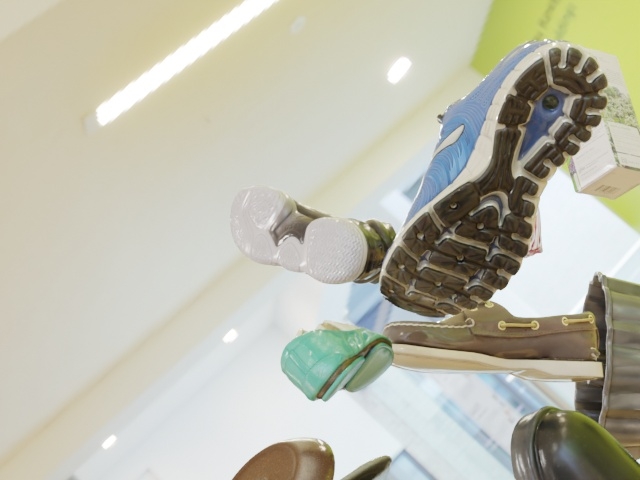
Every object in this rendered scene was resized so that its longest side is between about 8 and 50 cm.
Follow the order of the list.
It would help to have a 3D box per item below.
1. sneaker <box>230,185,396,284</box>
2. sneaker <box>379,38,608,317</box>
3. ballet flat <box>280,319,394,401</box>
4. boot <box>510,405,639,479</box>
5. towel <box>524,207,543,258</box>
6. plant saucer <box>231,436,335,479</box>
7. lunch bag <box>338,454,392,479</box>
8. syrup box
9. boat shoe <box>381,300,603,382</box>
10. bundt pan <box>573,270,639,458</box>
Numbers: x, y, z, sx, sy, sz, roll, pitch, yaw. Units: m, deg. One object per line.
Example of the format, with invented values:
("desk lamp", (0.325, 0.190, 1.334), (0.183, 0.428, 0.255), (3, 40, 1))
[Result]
("sneaker", (0.000, 0.000, 1.436), (0.153, 0.269, 0.101), (10, -81, -44))
("sneaker", (0.170, -0.064, 1.110), (0.330, 0.130, 0.147), (-56, 15, 16))
("ballet flat", (0.018, 0.125, 1.198), (0.083, 0.087, 0.247), (-51, -15, 9))
("boot", (0.432, 0.240, 0.893), (0.445, 0.367, 0.146), (-29, 5, 37))
("towel", (0.253, -0.036, 1.580), (0.029, 0.144, 0.197), (0, -10, -31))
("plant saucer", (-0.067, 0.308, 1.262), (0.198, 0.036, 0.198), (-38, 22, 18))
("lunch bag", (0.053, 0.225, 0.604), (0.235, 0.287, 0.169), (92, -177, -64))
("syrup box", (0.456, -0.196, 1.754), (0.093, 0.237, 0.096), (7, -30, -34))
("boat shoe", (0.224, 0.128, 1.394), (0.116, 0.324, 0.096), (148, 127, -67))
("bundt pan", (0.509, 0.219, 1.771), (0.331, 0.124, 0.330), (5, -90, -85))
